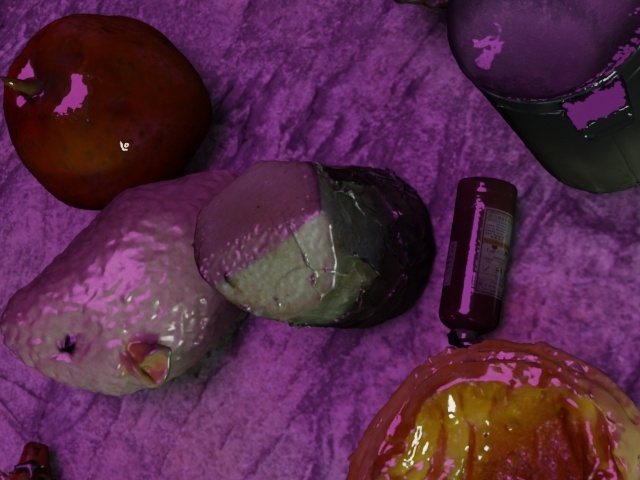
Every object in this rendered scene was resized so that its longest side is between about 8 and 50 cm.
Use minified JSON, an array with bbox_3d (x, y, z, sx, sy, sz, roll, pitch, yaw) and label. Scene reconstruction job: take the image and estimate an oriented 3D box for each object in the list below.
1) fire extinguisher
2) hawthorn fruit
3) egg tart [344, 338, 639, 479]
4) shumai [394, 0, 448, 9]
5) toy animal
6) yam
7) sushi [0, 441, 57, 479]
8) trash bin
[{"bbox_3d":[0.171,0.040,1.173,0.071,0.099,0.231,5,74,23],"label":"fire extinguisher"},{"bbox_3d":[-0.307,-0.183,1.395,0.277,0.298,0.277,-9,74,33],"label":"hawthorn fruit"},{"bbox_3d":[0.190,0.275,1.053,0.352,0.150,0.351,-6,76,26],"label":"egg tart"},{"bbox_3d":[0.185,-0.442,1.186,0.304,0.263,0.309,-8,35,22],"label":"shumai"},{"bbox_3d":[-0.216,0.059,1.326,0.226,0.188,0.358,44,85,8],"label":"toy animal"},{"bbox_3d":[0.000,0.005,1.182,0.202,0.271,0.201,-41,60,18],"label":"yam"},{"bbox_3d":[-0.392,0.377,1.366,0.103,0.097,0.226,-14,52,18],"label":"sushi"},{"bbox_3d":[0.274,-0.180,1.076,0.203,0.301,0.252,-28,65,17],"label":"trash bin"}]
